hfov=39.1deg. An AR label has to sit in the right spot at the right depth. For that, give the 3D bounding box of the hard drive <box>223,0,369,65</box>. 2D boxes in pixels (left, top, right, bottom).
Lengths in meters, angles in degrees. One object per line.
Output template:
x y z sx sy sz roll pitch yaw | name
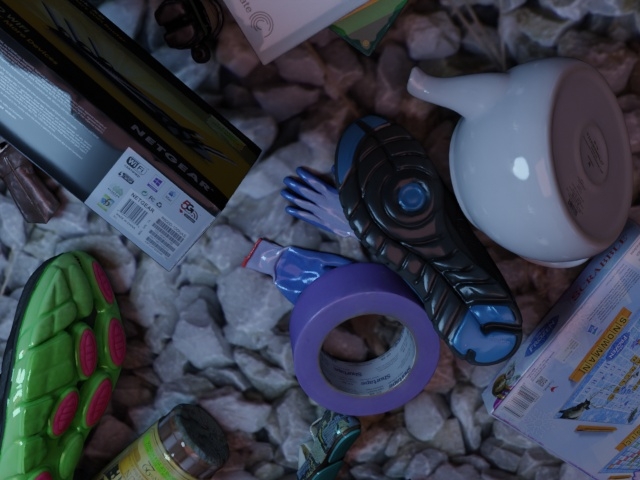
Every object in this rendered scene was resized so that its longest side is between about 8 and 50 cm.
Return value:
0.028 -0.377 0.950 0.353 0.047 0.233 -30 106 9 | hard drive

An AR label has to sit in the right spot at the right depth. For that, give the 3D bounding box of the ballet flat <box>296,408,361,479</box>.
0.003 0.289 1.244 0.070 0.070 0.188 21 127 -8 | ballet flat

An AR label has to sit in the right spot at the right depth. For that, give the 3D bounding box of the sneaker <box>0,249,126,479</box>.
-0.397 0.238 1.150 0.202 0.185 0.482 17 92 26 | sneaker

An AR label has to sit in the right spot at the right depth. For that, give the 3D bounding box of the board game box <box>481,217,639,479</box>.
0.442 0.184 1.220 0.318 0.066 0.318 34 104 -11 | board game box

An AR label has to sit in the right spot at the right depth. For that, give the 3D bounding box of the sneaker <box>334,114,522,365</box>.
0.130 0.001 1.129 0.125 0.140 0.340 -31 86 12 | sneaker

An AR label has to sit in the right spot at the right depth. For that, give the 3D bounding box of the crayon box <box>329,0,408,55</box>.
0.066 -0.401 1.011 0.203 0.083 0.323 34 104 -11 | crayon box

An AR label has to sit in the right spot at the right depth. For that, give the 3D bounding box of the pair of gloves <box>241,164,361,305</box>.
0.000 0.000 1.173 0.159 0.023 0.198 26 107 -10 | pair of gloves

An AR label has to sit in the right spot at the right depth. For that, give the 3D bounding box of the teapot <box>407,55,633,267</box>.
0.241 -0.085 1.069 0.187 0.253 0.255 -8 89 43 | teapot

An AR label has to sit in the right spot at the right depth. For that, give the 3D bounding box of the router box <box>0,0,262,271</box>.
-0.211 -0.131 0.859 0.309 0.243 0.081 40 107 -9 | router box

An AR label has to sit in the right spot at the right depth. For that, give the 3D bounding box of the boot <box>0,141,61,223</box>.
-0.352 -0.082 1.130 0.106 0.037 0.114 -24 104 20 | boot

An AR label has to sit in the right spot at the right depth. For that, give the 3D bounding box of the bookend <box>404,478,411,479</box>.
0.093 0.444 1.276 0.157 0.072 0.156 -28 102 17 | bookend

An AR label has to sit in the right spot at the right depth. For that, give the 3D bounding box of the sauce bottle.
-0.279 0.369 1.242 0.344 0.111 0.111 -43 104 11 | sauce bottle

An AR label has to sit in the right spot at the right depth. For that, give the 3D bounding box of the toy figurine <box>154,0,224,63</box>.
-0.232 -0.215 1.040 0.210 0.148 0.213 19 109 -1 | toy figurine

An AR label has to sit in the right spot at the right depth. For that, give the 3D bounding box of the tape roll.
0.055 0.129 1.171 0.189 0.080 0.188 -3 116 -6 | tape roll
